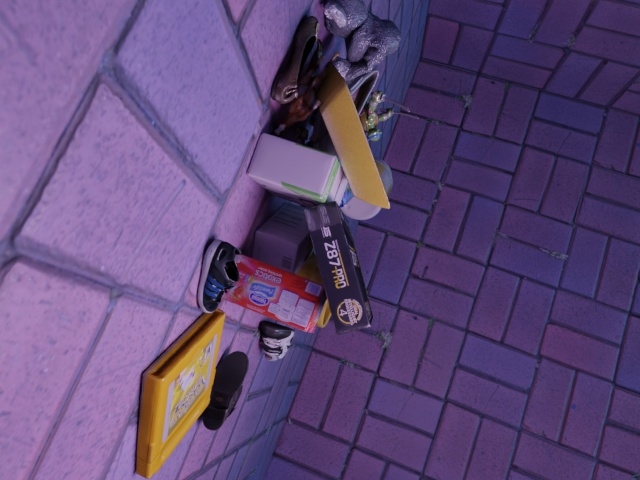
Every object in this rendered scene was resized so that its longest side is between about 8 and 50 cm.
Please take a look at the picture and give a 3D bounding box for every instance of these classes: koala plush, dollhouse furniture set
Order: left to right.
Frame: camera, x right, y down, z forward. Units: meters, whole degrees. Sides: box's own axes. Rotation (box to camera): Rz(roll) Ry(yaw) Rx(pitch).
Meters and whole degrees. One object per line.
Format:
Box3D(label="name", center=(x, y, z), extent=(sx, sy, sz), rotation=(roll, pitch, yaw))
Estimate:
Box3D(label="dollhouse furniture set", center=(-0.056, -0.280, 1.381), extent=(0.081, 0.091, 0.114), rotation=(-56, 174, 5))
Box3D(label="koala plush", center=(0.093, -0.595, 1.309), extent=(0.221, 0.203, 0.196), rotation=(48, 49, -34))

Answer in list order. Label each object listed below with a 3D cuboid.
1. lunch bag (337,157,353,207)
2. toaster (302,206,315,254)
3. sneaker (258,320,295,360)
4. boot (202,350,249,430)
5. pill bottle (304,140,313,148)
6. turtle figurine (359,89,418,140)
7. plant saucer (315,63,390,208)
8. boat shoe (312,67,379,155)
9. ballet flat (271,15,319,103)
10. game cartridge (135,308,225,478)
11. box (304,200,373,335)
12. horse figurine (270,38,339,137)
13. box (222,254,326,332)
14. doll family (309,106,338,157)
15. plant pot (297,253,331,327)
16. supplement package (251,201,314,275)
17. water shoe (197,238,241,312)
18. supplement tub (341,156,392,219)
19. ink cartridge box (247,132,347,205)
Box3D(label="lunch bag", center=(0.052, -0.297, 1.831), extent=(0.221, 0.138, 0.293), rotation=(-47, 138, -64))
Box3D(label="toaster", center=(-0.039, -0.037, 1.780), extent=(0.168, 0.110, 0.186), rotation=(99, 14, -48))
Box3D(label="sneaker", center=(-0.170, 0.396, 1.837), extent=(0.330, 0.122, 0.146), rotation=(72, 36, -72))
Box3D(label="boot", center=(-0.287, 0.464, 1.511), extent=(0.229, 0.091, 0.263), rotation=(66, 48, -83))
Box3D(label="pill bottle", center=(-0.037, -0.231, 1.487), extent=(0.094, 0.094, 0.169), rotation=(96, 17, -51))
Box3D(label="turtle figurine", center=(0.219, -0.524, 1.761), extent=(0.197, 0.266, 0.274), rotation=(-22, 176, -46))
Box3D(label="plant saucer", center=(0.070, -0.269, 1.249), extent=(0.333, 0.081, 0.333), rotation=(-97, 164, -63))
Box3D(label="boat shoe", center=(0.073, -0.382, 1.427), extent=(0.118, 0.103, 0.320), rotation=(40, 71, -53))
Box3D(label="ballet flat", center=(-0.048, -0.438, 1.160), extent=(0.084, 0.058, 0.250), rotation=(82, 29, -70))
Box3D(label="game cartridge", center=(-0.330, 0.362, 1.143), extent=(0.285, 0.052, 0.324), rotation=(-51, 157, -62))
Box3D(label="box", center=(0.062, 0.083, 1.323), extent=(0.395, 0.097, 0.318), rotation=(39, 35, -80))
Box3D(label="horse figurine", center=(-0.033, -0.383, 1.207), extent=(0.174, 0.066, 0.263), rotation=(-30, -140, 54))
Box3D(label="box", center=(-0.120, 0.141, 1.265), extent=(0.122, 0.256, 0.128), rotation=(59, 51, -75))
Box3D(label="doll family", center=(0.034, -0.409, 1.562), extent=(0.163, 0.118, 0.263), rotation=(-59, 146, -22))
Box3D(label="plant pot", center=(-0.057, 0.142, 1.646), extent=(0.254, 0.239, 0.254), rotation=(20, 90, -79))
Box3D(label="supplement package", center=(-0.098, -0.001, 1.465), extent=(0.244, 0.133, 0.139), rotation=(-54, 161, -58))
Box3D(label="water shoe", center=(-0.231, 0.096, 1.099), extent=(0.073, 0.080, 0.203), rotation=(-55, 161, -56))
Box3D(label="supplement tub", center=(0.228, -0.271, 2.385), extent=(0.331, 0.241, 0.241), rotation=(-56, 162, -56))
Box3D(label="ink cartridge box", center=(-0.048, -0.164, 1.254), extent=(0.273, 0.198, 0.115), rotation=(33, 76, -79))
